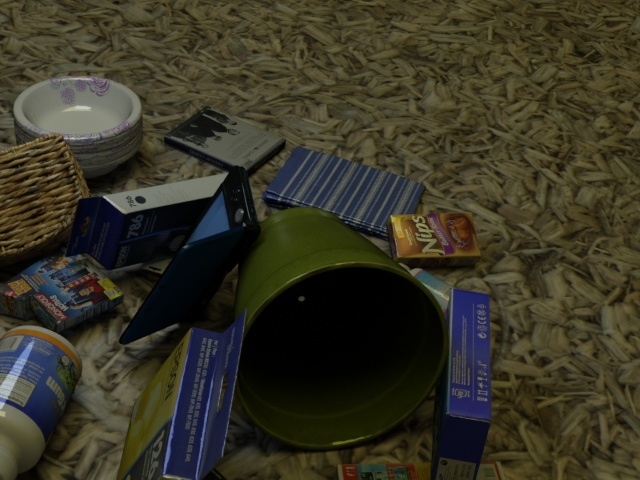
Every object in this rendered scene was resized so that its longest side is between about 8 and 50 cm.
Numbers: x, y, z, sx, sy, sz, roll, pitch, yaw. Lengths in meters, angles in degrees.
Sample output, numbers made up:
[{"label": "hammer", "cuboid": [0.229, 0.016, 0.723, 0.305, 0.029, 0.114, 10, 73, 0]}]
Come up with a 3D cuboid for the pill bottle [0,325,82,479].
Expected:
[{"label": "pill bottle", "cuboid": [-0.501, 0.279, 1.586, 0.152, 0.152, 0.272, 10, 39, 3]}]

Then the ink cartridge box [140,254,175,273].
[{"label": "ink cartridge box", "cuboid": [-0.320, 0.038, 2.016, 0.062, 0.029, 0.115, 15, 40, 8]}]

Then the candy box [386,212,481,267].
[{"label": "candy box", "cuboid": [0.242, 0.000, 2.115, 0.186, 0.053, 0.109, -2, 61, -10]}]

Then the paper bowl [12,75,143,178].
[{"label": "paper bowl", "cuboid": [-0.549, -0.248, 2.239, 0.284, 0.148, 0.284, 4, 39, -3]}]

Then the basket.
[{"label": "basket", "cuboid": [-0.614, -0.059, 1.984, 0.299, 0.223, 0.214, -20, 85, -11]}]

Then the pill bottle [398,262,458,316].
[{"label": "pill bottle", "cuboid": [0.211, 0.110, 1.969, 0.160, 0.087, 0.087, 30, 44, 26]}]

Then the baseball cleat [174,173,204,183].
[{"label": "baseball cleat", "cuboid": [-0.289, -0.085, 2.146, 0.072, 0.109, 0.206, 0, 9, 4]}]

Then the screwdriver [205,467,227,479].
[{"label": "screwdriver", "cuboid": [-0.206, 0.362, 1.638, 0.025, 0.024, 0.170, -44, 54, -11]}]

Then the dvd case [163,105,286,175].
[{"label": "dvd case", "cuboid": [-0.230, -0.241, 2.379, 0.238, 0.030, 0.179, 25, 41, 20]}]

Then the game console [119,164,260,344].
[{"label": "game console", "cuboid": [-0.252, 0.023, 1.798, 0.173, 0.293, 0.250, 13, 44, -31]}]

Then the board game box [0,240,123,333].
[{"label": "board game box", "cuboid": [-0.510, 0.106, 1.874, 0.194, 0.060, 0.194, -26, 50, -35]}]

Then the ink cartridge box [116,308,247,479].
[{"label": "ink cartridge box", "cuboid": [-0.226, 0.287, 1.508, 0.072, 0.307, 0.304, 25, 35, -16]}]

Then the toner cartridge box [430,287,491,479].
[{"label": "toner cartridge box", "cuboid": [0.246, 0.251, 1.714, 0.075, 0.165, 0.348, 10, 33, 3]}]

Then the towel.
[{"label": "towel", "cuboid": [0.057, -0.109, 2.267, 0.336, 0.040, 0.243, 18, 38, 9]}]

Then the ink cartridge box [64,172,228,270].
[{"label": "ink cartridge box", "cuboid": [-0.325, -0.033, 1.931, 0.332, 0.165, 0.065, -13, 54, -35]}]

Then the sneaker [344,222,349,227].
[{"label": "sneaker", "cuboid": [0.000, 0.000, 2.043, 0.216, 0.121, 0.079, 21, 39, 16]}]

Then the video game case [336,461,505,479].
[{"label": "video game case", "cuboid": [0.177, 0.447, 1.593, 0.285, 0.025, 0.204, 1, 39, -9]}]

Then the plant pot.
[{"label": "plant pot", "cuboid": [-0.003, 0.117, 1.755, 0.366, 0.367, 0.353, -3, 28, -13]}]
